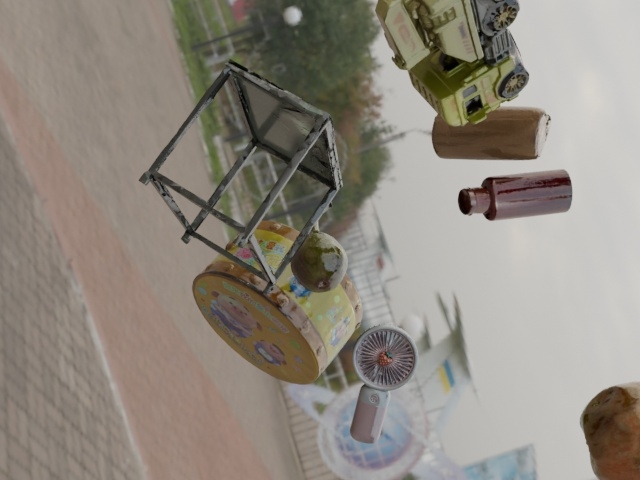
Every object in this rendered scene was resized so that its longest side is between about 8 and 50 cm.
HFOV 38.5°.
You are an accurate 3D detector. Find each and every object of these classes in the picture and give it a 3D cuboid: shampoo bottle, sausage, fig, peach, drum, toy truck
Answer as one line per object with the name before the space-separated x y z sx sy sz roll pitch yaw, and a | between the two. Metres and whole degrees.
shampoo bottle | 0.434 -0.099 2.040 0.064 0.260 0.102 -160 -115 -68
sausage | 0.383 -0.236 2.018 0.123 0.253 0.123 -12 105 -54
fig | 0.000 0.000 1.983 0.124 0.124 0.236 71 17 -53
peach | 0.595 0.349 1.663 0.214 0.236 0.214 -23 90 -85
drum | -0.111 0.168 2.408 0.431 0.214 0.431 28 -32 20
toy truck | 0.248 -0.390 1.731 0.180 0.254 0.405 58 0 33

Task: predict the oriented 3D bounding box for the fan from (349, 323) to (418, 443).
fan | 0.115 0.285 1.819 0.074 0.130 0.244 -49 152 -85

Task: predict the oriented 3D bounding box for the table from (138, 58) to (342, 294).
table | -0.129 -0.102 1.680 0.222 0.272 0.335 31 -13 14
